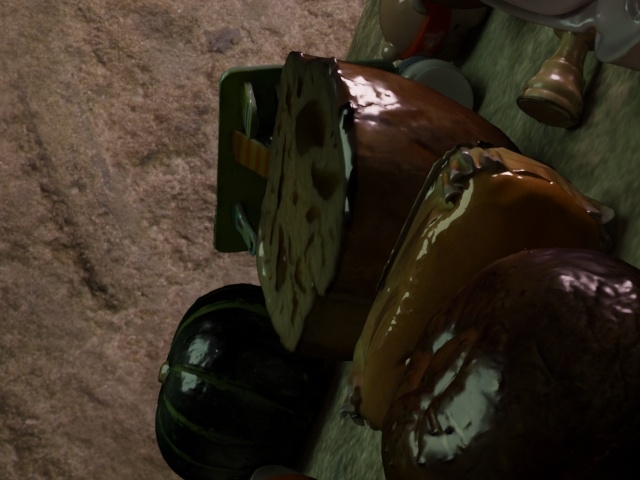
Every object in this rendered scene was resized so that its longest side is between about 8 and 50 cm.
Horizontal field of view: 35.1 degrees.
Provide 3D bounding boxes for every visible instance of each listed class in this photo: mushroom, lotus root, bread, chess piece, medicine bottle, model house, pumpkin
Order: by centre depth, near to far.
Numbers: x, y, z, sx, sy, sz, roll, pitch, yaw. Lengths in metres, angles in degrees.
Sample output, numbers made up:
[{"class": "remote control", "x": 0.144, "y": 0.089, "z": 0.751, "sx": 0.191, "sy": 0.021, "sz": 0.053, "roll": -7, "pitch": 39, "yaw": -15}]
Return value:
[{"class": "mushroom", "x": 0.122, "y": 0.097, "z": 0.621, "sx": 0.194, "sy": 0.138, "sz": 0.231, "roll": 121, "pitch": 168, "yaw": -47}, {"class": "bread", "x": 0.117, "y": 0.052, "z": 0.786, "sx": 0.107, "sy": 0.136, "sz": 0.241, "roll": -96, "pitch": 28, "yaw": -69}, {"class": "chess piece", "x": 0.238, "y": -0.190, "z": 0.928, "sx": 0.172, "sy": 0.060, "sz": 0.060, "roll": -65, "pitch": 8, "yaw": -9}, {"class": "lotus root", "x": 0.070, "y": -0.012, "z": 0.983, "sx": 0.316, "sy": 0.250, "sz": 0.316, "roll": -168, "pitch": 90, "yaw": -75}, {"class": "model house", "x": 0.000, "y": 0.000, "z": 1.283, "sx": 0.358, "sy": 0.242, "sz": 0.313, "roll": 101, "pitch": 160, "yaw": -46}, {"class": "medicine bottle", "x": 0.146, "y": -0.196, "z": 1.375, "sx": 0.187, "sy": 0.103, "sz": 0.103, "roll": -103, "pitch": 36, "yaw": -78}, {"class": "pumpkin", "x": -0.128, "y": 0.226, "z": 1.551, "sx": 0.323, "sy": 0.241, "sz": 0.323, "roll": -159, "pitch": 90, "yaw": -85}]

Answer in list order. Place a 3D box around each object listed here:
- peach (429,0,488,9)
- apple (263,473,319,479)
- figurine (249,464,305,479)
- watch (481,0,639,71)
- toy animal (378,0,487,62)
[{"class": "peach", "x": 0.182, "y": -0.408, "z": 1.230, "sx": 0.252, "sy": 0.252, "sz": 0.252, "roll": -158, "pitch": 90, "yaw": -82}, {"class": "apple", "x": -0.025, "y": 0.308, "z": 0.974, "sx": 0.139, "sy": 0.163, "sz": 0.163, "roll": -35, "pitch": 32, "yaw": 53}, {"class": "figurine", "x": -0.076, "y": 0.397, "z": 1.168, "sx": 0.236, "sy": 0.133, "sz": 0.176, "roll": -59, "pitch": 29, "yaw": 18}, {"class": "watch", "x": 0.200, "y": -0.258, "z": 0.742, "sx": 0.244, "sy": 0.231, "sz": 0.196, "roll": 167, "pitch": 127, "yaw": -84}, {"class": "toy animal", "x": 0.170, "y": -0.358, "z": 1.510, "sx": 0.198, "sy": 0.171, "sz": 0.171, "roll": -64, "pitch": 5, "yaw": -30}]
